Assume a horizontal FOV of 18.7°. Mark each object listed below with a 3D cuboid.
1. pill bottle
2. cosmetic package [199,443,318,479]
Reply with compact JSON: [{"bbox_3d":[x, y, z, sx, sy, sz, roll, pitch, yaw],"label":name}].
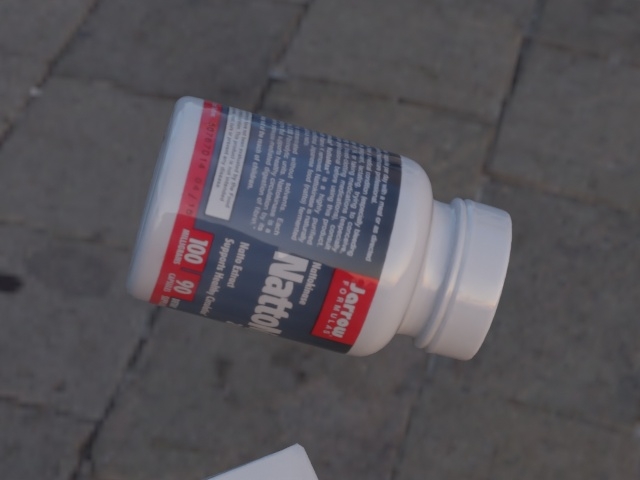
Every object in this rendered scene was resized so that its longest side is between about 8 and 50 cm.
[{"bbox_3d":[0.000,0.000,0.989,0.180,0.108,0.108,15,36,-6],"label":"pill bottle"},{"bbox_3d":[-0.131,0.243,0.675,0.156,0.385,0.217,-15,79,-51],"label":"cosmetic package"}]
